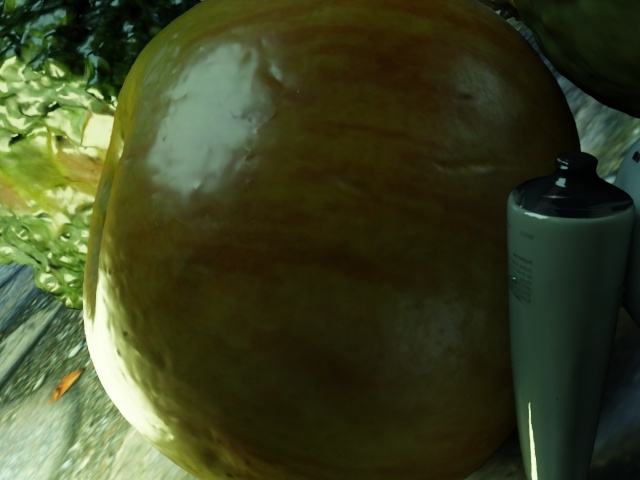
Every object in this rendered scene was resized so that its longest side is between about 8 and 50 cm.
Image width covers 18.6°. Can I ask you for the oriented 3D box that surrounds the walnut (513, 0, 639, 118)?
[{"bbox_3d":[0.199,-0.163,0.932,0.283,0.283,0.227,-145,74,-75],"label":"walnut"}]

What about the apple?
[{"bbox_3d":[0.000,0.000,1.005,0.286,0.233,0.286,-165,90,-77],"label":"apple"}]

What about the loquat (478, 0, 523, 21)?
[{"bbox_3d":[0.174,-0.196,1.287,0.163,0.137,0.163,-36,34,30],"label":"loquat"}]

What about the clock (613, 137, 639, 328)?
[{"bbox_3d":[0.175,-0.017,0.837,0.176,0.080,0.117,-100,14,-72],"label":"clock"}]

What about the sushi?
[{"bbox_3d":[-0.223,-0.107,1.879,0.352,0.294,0.178,-30,27,44],"label":"sushi"}]

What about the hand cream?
[{"bbox_3d":[0.105,0.051,0.858,0.087,0.054,0.186,-92,3,-69],"label":"hand cream"}]
